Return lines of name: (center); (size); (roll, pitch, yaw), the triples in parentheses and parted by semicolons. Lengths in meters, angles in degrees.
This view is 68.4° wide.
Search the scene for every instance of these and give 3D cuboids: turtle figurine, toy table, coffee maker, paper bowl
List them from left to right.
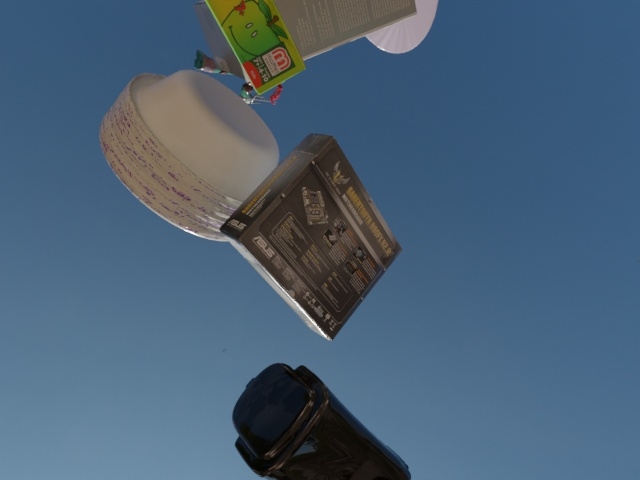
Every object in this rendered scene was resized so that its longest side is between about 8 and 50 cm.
paper bowl: (-0.178, -0.149, 0.742); (0.284, 0.284, 0.148); (45, -70, -5)
turtle figurine: (-0.159, -0.403, 1.077); (0.234, 0.118, 0.176); (10, -78, -43)
coffee maker: (0.014, 0.222, 0.493); (0.178, 0.171, 0.120); (50, -130, -30)
toy table: (0.137, -0.531, 0.912); (0.251, 0.275, 0.161); (2, -133, 11)

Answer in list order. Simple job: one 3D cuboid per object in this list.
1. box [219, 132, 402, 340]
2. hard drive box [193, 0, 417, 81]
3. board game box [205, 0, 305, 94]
box: (0.000, 0.000, 0.651); (0.183, 0.056, 0.231); (-50, -52, -17)
hard drive box: (-0.027, -0.298, 0.606); (0.232, 0.181, 0.089); (-26, -58, -12)
board game box: (-0.074, -0.208, 0.353); (0.043, 0.092, 0.181); (-27, -64, 7)
